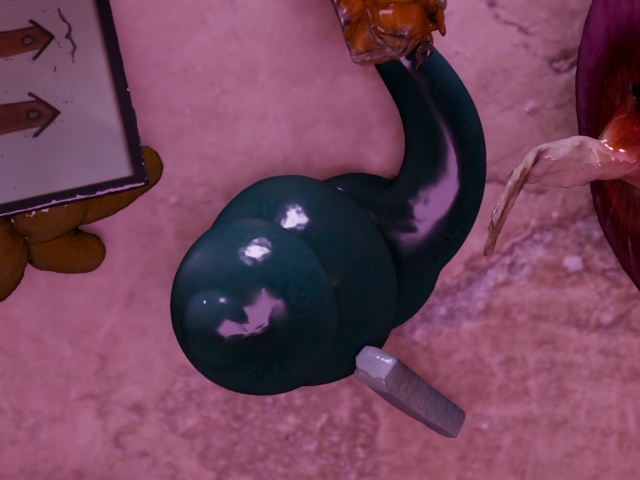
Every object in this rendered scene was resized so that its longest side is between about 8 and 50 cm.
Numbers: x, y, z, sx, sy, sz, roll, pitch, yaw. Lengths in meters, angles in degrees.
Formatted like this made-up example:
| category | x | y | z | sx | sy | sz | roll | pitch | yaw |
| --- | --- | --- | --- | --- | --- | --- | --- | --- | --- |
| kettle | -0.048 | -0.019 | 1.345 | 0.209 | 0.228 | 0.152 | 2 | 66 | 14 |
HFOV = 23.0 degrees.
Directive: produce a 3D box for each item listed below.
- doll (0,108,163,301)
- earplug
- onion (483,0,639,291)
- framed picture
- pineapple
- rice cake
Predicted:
| category | x | y | z | sx | sy | sz | roll | pitch | yaw |
| --- | --- | --- | --- | --- | --- | --- | --- | --- | --- |
| doll | -0.222 | -0.029 | 1.194 | 0.209 | 0.097 | 0.137 | -33 | 136 | -16 |
| earplug | 0.007 | 0.001 | 1.180 | 0.164 | 0.280 | 0.257 | 43 | 131 | 9 |
| onion | 0.300 | -0.096 | 1.099 | 0.345 | 0.358 | 0.358 | 19 | 98 | -12 |
| framed picture | -0.306 | -0.119 | 1.138 | 0.323 | 0.013 | 0.244 | -13 | 76 | -5 |
| pineapple | 0.022 | -0.239 | 1.121 | 0.114 | 0.186 | 0.236 | -14 | 119 | -8 |
| rice cake | 0.069 | 0.119 | 1.223 | 0.042 | 0.180 | 0.030 | 25 | 82 | 30 |
